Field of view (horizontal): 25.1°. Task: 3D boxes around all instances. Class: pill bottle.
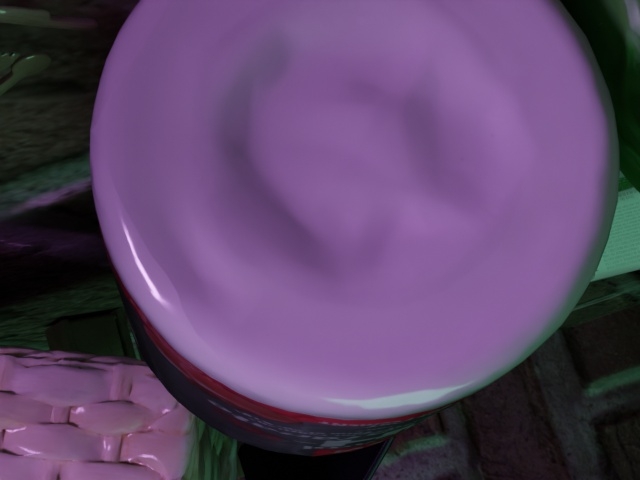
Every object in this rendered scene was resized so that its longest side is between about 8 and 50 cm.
[{"bbox_3d":[0.000,0.000,0.611,0.176,0.176,0.318,-16,170,-8],"label":"pill bottle"}]

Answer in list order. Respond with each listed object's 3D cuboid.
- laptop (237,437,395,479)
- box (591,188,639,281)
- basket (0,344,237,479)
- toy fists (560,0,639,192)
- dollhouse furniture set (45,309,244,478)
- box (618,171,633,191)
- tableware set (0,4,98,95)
[{"bbox_3d":[0.061,0.074,0.905,0.264,0.136,0.234,-2,125,-56],"label":"laptop"},{"bbox_3d":[0.234,-0.049,0.694,0.324,0.063,0.067,-16,128,16],"label":"box"},{"bbox_3d":[-0.222,0.230,0.819,0.331,0.328,0.266,6,165,-1],"label":"basket"},{"bbox_3d":[0.155,-0.100,0.453,0.096,0.142,0.279,-13,169,-21],"label":"toy fists"},{"bbox_3d":[-0.088,0.116,1.098,0.182,0.161,0.101,-9,166,-43],"label":"dollhouse furniture set"},{"bbox_3d":[0.143,-0.082,0.631,0.101,0.102,0.087,-18,167,7],"label":"box"},{"bbox_3d":[-0.114,-0.081,0.451,0.104,0.024,0.154,-2,163,-44],"label":"tableware set"}]
